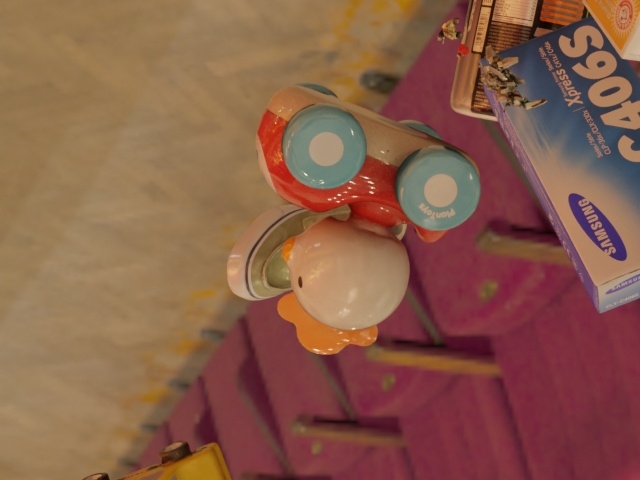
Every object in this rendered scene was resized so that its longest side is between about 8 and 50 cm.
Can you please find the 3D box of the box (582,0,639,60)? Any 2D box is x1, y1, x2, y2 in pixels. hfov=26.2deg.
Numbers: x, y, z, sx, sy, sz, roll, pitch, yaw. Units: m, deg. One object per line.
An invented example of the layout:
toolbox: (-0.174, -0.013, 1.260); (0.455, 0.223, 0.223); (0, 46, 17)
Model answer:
box: (0.395, -0.248, 1.424); (0.203, 0.114, 0.103); (5, 129, -21)

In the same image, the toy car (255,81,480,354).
toy car: (0.016, -0.006, 1.284); (0.210, 0.237, 0.219); (20, -170, -9)

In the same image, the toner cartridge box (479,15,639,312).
toner cartridge box: (0.329, -0.099, 1.622); (0.165, 0.347, 0.075); (-23, 148, 1)

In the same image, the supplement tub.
supplement tub: (0.306, -0.319, 1.952); (0.194, 0.315, 0.193); (12, -174, -1)

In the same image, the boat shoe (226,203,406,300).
boat shoe: (0.000, 0.000, 1.795); (0.094, 0.109, 0.302); (13, -153, 35)

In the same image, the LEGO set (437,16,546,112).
LEGO set: (0.107, -0.109, 0.889); (0.083, 0.023, 0.054); (33, 166, 16)

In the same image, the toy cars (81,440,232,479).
toy cars: (-0.085, 0.325, 1.465); (0.394, 0.176, 0.087); (21, -177, -8)
